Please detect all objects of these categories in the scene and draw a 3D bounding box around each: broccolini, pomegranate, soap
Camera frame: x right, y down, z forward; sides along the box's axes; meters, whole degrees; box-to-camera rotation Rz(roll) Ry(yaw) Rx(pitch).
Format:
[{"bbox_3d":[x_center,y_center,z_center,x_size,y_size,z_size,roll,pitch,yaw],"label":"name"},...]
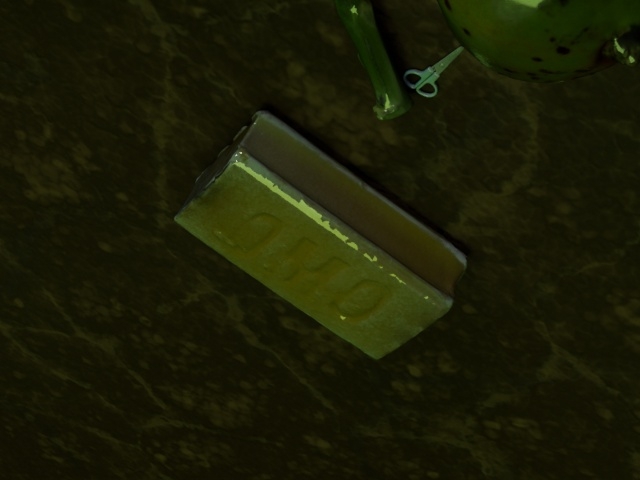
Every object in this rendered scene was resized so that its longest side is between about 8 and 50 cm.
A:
[{"bbox_3d":[0.009,-0.245,1.291,0.078,0.074,0.392,8,139,37],"label":"broccolini"},{"bbox_3d":[0.150,-0.220,1.133,0.246,0.198,0.198,22,145,16],"label":"pomegranate"},{"bbox_3d":[0.000,0.000,1.599,0.274,0.089,0.173,34,144,-11],"label":"soap"}]

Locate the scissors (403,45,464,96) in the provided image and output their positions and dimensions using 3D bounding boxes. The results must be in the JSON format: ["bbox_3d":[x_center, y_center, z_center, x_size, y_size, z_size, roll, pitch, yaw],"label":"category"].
[{"bbox_3d":[0.108,-0.157,1.397,0.036,0.006,0.083,35,144,-14],"label":"scissors"}]
